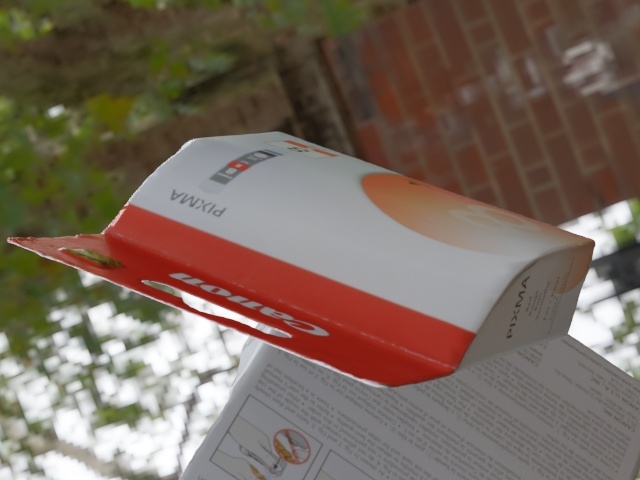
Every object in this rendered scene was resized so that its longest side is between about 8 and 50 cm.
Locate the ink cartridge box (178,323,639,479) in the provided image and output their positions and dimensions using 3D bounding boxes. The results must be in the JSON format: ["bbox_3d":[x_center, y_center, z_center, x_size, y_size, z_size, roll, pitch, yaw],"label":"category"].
[{"bbox_3d":[0.040,0.106,0.865,0.189,0.066,0.232,34,-131,-2],"label":"ink cartridge box"}]

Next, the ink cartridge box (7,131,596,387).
[{"bbox_3d":[0.000,0.000,0.663,0.179,0.145,0.045,-3,-69,-65],"label":"ink cartridge box"}]
